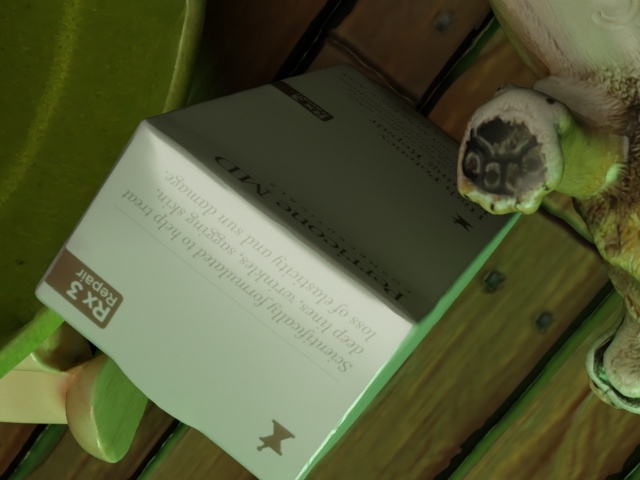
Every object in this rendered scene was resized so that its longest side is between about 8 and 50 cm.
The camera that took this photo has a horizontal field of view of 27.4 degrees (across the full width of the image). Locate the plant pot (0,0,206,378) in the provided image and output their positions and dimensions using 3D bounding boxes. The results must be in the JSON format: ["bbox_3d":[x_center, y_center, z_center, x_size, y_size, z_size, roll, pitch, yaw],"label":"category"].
[{"bbox_3d":[-0.295,-0.126,0.520,0.353,0.366,0.366,13,107,45],"label":"plant pot"}]

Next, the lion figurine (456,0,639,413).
[{"bbox_3d":[0.090,-0.112,0.507,0.142,0.240,0.392,-26,82,23],"label":"lion figurine"}]

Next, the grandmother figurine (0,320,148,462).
[{"bbox_3d":[-0.268,0.040,0.691,0.342,0.104,0.207,-3,91,14],"label":"grandmother figurine"}]

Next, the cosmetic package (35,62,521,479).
[{"bbox_3d":[0.000,0.000,0.531,0.117,0.231,0.085,37,109,6],"label":"cosmetic package"}]
